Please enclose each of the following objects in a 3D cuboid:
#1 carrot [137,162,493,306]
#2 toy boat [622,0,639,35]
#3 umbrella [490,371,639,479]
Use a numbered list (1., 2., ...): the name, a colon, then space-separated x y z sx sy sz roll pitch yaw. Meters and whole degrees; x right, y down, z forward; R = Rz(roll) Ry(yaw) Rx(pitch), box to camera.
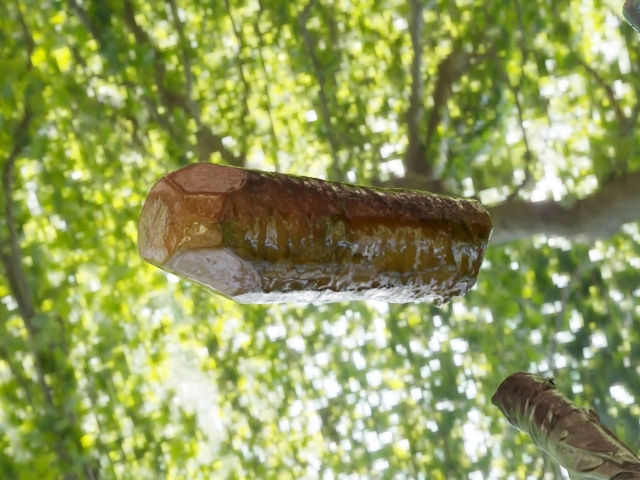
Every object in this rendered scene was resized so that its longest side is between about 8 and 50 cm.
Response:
1. carrot: 0.000 0.000 1.043 0.301 0.114 0.114 5 -177 -31
2. toy boat: 0.275 -0.156 0.518 0.309 0.143 0.129 -25 154 19
3. umbrella: 0.176 0.140 0.819 0.046 0.050 0.188 -28 -155 -11
